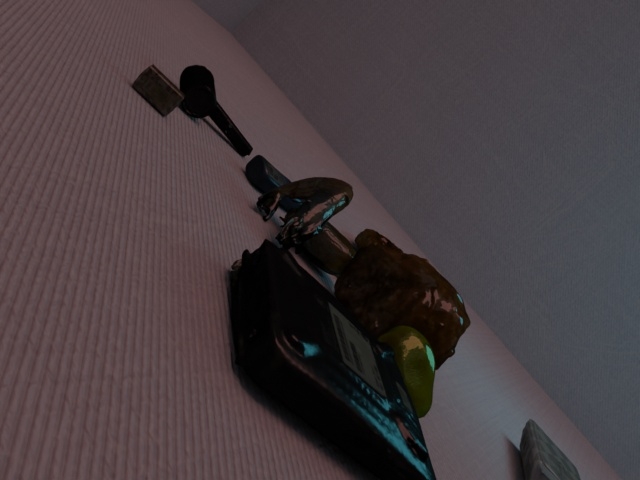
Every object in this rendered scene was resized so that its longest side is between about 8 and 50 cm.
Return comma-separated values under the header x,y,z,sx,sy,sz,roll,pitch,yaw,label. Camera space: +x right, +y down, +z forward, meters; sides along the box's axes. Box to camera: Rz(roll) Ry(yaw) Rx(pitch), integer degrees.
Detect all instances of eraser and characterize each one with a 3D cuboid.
x,y,z,sx,sy,sz,roll,pitch,yaw,label
0.542,0.566,1.776,0.213,0.082,0.397,47,10,7,eraser

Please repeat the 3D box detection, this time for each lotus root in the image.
x,y,z,sx,sy,sz,roll,pitch,yaw,label
0.000,0.000,1.679,0.192,0.088,0.113,45,-8,7,lotus root

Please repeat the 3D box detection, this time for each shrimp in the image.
x,y,z,sx,sy,sz,roll,pitch,yaw,label
-0.053,-0.075,1.626,0.178,0.289,0.075,16,-48,28,shrimp

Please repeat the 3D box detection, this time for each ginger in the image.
x,y,z,sx,sy,sz,roll,pitch,yaw,label
0.181,0.143,1.583,0.223,0.200,0.269,37,15,-38,ginger

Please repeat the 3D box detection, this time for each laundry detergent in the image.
x,y,z,sx,sy,sz,roll,pitch,yaw,label
-0.092,-0.121,1.868,0.206,0.061,0.097,39,11,-39,laundry detergent

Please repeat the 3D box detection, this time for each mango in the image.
x,y,z,sx,sy,sz,roll,pitch,yaw,label
0.147,0.227,1.350,0.117,0.089,0.163,26,49,-26,mango

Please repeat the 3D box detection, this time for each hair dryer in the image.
x,y,z,sx,sy,sz,roll,pitch,yaw,label
-0.250,-0.310,1.906,0.251,0.089,0.197,49,8,-25,hair dryer

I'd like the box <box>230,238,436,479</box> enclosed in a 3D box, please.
x,y,z,sx,sy,sz,roll,pitch,yaw,label
0.017,0.175,1.114,0.350,0.091,0.359,42,13,-22,box

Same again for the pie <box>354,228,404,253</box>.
x,y,z,sx,sy,sz,roll,pitch,yaw,label
0.221,0.082,2.294,0.315,0.092,0.315,44,12,-12,pie

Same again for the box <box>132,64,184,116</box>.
x,y,z,sx,sy,sz,roll,pitch,yaw,label
-0.336,-0.313,1.600,0.098,0.062,0.045,46,10,-16,box
